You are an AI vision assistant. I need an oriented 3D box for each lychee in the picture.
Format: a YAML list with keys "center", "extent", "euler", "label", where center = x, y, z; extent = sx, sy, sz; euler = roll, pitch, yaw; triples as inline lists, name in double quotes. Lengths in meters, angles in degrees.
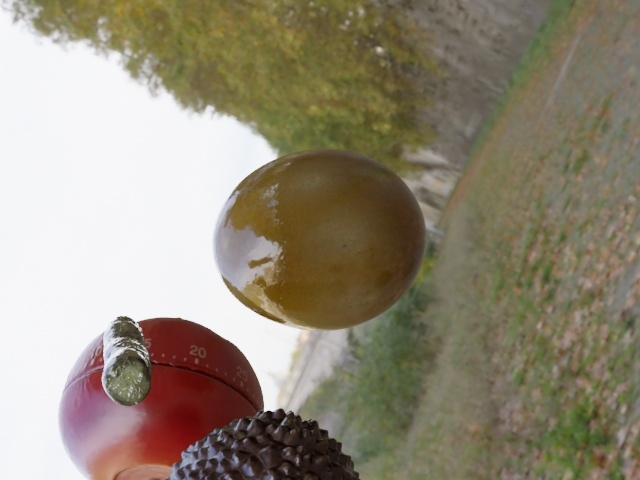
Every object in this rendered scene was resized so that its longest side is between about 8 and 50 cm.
- center: [-0.077, 0.390, 1.361]
  extent: [0.306, 0.306, 0.330]
  euler: [-65, 10, -6]
  label: "lychee"

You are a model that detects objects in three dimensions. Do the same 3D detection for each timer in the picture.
- center: [-0.293, 0.328, 1.817]
  extent: [0.378, 0.377, 0.279]
  euler: [108, 168, -46]
  label: "timer"

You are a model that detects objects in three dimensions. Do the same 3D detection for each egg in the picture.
- center: [0.000, 0.000, 1.520]
  extent: [0.351, 0.282, 0.283]
  euler: [-9, -46, -36]
  label: "egg"

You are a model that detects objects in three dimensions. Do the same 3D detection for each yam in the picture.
- center: [-0.239, 0.144, 1.200]
  extent: [0.061, 0.061, 0.253]
  euler: [-66, 14, 1]
  label: "yam"
